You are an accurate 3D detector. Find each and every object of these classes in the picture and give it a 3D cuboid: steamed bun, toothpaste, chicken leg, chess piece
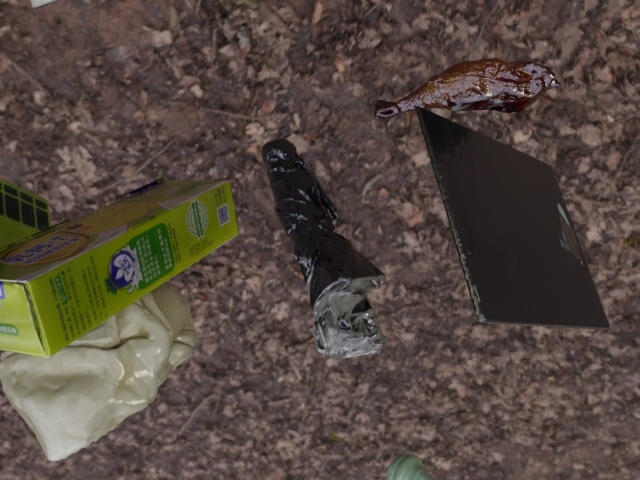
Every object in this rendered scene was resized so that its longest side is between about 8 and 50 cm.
[{"bbox_3d":[-0.327,0.146,0.964,0.203,0.289,0.276,58,156,-12],"label":"steamed bun"},{"bbox_3d":[-0.219,0.011,0.702,0.110,0.327,0.077,4,112,25],"label":"toothpaste"},{"bbox_3d":[0.173,-0.172,0.758,0.219,0.048,0.089,-8,157,-6],"label":"chicken leg"},{"bbox_3d":[0.149,0.291,0.742,0.149,0.059,0.059,7,129,39],"label":"chess piece"}]

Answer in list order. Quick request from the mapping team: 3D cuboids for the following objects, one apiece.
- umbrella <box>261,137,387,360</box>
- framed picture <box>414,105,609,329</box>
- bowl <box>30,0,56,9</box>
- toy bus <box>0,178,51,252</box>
[{"bbox_3d":[-0.001,-0.002,0.928,0.106,0.357,0.113,-32,155,22],"label":"umbrella"},{"bbox_3d":[0.238,-0.015,0.770,0.013,0.244,0.324,-28,154,37],"label":"framed picture"},{"bbox_3d":[-0.435,-0.516,1.154,0.238,0.237,0.126,-14,122,22],"label":"bowl"},{"bbox_3d":[-0.434,-0.017,0.738,0.128,0.150,0.262,-18,161,12],"label":"toy bus"}]
